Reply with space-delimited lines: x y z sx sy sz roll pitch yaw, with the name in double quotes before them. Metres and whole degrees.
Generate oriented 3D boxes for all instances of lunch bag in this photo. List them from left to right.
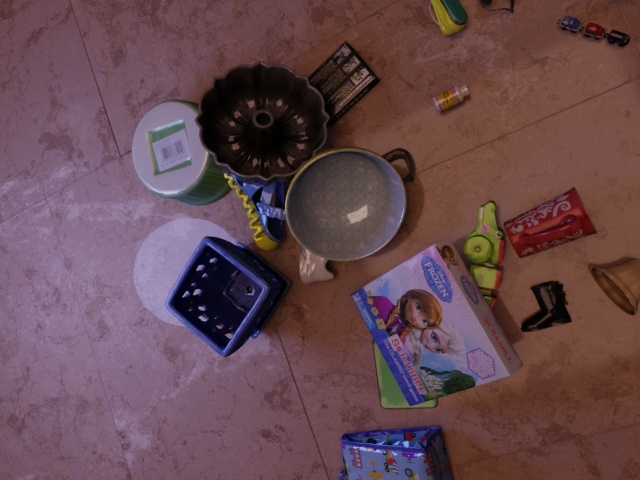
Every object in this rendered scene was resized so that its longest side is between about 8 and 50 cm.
"lunch bag" 0.173 0.604 1.345 0.293 0.138 0.220 -13 89 30

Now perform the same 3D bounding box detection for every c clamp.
"c clamp" 0.176 -0.156 1.377 0.161 0.022 0.137 -32 75 20

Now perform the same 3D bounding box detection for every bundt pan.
"bundt pan" -0.146 -0.284 1.370 0.331 0.124 0.330 2 74 -5

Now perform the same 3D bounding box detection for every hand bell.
"hand bell" 0.725 0.040 1.134 0.242 0.126 0.126 -36 78 6

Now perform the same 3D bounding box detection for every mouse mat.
"mouse mat" 0.217 0.340 1.376 0.153 0.007 0.189 -8 89 21

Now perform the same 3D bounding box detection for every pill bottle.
"pill bottle" 0.320 -0.350 1.303 0.083 0.043 0.043 -25 82 20

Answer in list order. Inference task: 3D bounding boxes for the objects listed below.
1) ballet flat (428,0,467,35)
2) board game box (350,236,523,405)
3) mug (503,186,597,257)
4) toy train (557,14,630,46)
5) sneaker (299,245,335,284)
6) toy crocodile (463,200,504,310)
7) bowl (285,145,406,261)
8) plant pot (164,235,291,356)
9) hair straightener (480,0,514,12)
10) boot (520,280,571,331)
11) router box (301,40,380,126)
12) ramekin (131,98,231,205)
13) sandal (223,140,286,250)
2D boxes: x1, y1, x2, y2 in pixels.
"ballet flat" 0.282 -0.605 1.299 0.077 0.077 0.230 -20 85 -23
"board game box" 0.252 0.201 1.248 0.318 0.066 0.318 -39 76 46
"mug" 0.503 -0.037 1.187 0.169 0.150 0.113 -26 68 24
"toy train" 0.608 -0.469 1.191 0.158 0.036 0.027 26 100 19
"sneaker" 0.000 0.000 1.421 0.115 0.090 0.232 -3 99 15
"toy crocodile" 0.383 0.076 1.250 0.105 0.115 0.340 8 96 18
"bowl" 0.057 -0.109 1.323 0.290 0.156 0.289 -1 116 -3
"plant pot" -0.231 0.141 1.437 0.236 0.212 0.236 37 103 17
"hair straightener" 0.374 -0.620 1.281 0.089 0.047 0.230 -42 81 13
"boot" 0.513 0.152 1.236 0.121 0.045 0.099 -18 87 14
"router box" 0.046 -0.411 1.407 0.179 0.046 0.133 -40 78 18
"ramekin" -0.387 -0.254 1.524 0.304 0.148 0.303 0 91 21
"sandal" -0.155 -0.138 1.448 0.138 0.126 0.317 -27 91 29
